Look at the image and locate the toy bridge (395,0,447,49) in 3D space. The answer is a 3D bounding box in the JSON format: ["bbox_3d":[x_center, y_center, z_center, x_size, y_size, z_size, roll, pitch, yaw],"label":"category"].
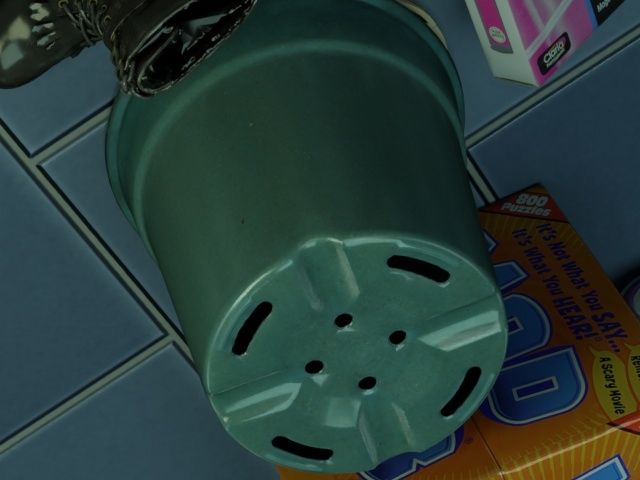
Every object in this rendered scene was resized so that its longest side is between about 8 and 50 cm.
[{"bbox_3d":[0.077,-0.186,1.840,0.063,0.026,0.188,-35,126,5],"label":"toy bridge"}]

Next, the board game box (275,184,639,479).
[{"bbox_3d":[0.156,0.236,1.936,0.356,0.356,0.356,-23,126,-3],"label":"board game box"}]

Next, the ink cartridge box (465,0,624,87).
[{"bbox_3d":[0.167,-0.328,1.711,0.176,0.069,0.371,-45,128,-25],"label":"ink cartridge box"}]

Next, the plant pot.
[{"bbox_3d":[0.000,0.000,1.729,0.341,0.334,0.341,-6,126,-9],"label":"plant pot"}]

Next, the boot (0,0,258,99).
[{"bbox_3d":[-0.172,-0.180,1.638,0.263,0.229,0.091,-40,125,9],"label":"boot"}]

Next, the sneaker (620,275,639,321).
[{"bbox_3d":[0.453,0.068,2.096,0.305,0.114,0.152,-15,139,-3],"label":"sneaker"}]
